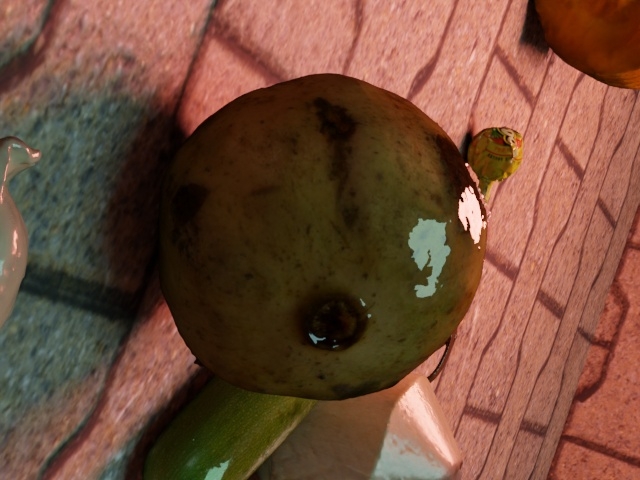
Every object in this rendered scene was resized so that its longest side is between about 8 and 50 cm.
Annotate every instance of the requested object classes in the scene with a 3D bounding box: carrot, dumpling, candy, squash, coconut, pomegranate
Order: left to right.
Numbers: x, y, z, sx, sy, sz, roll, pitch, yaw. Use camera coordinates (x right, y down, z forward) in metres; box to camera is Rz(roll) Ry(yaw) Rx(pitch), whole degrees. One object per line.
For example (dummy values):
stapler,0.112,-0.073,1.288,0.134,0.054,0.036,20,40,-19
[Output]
dumpling,-0.238,0.022,0.798,0.134,0.100,0.169,139,-43,-62
squash,-0.052,0.145,1.286,0.379,0.101,0.101,-41,142,-48
pomegranate,0.000,0.000,1.074,0.281,0.281,0.281,-48,147,-45
coconut,0.047,0.233,1.415,0.202,0.222,0.202,14,90,-71
candy,0.227,-0.048,1.844,0.073,0.077,0.262,-77,180,-57
carrot,0.468,-0.352,1.935,0.341,0.241,0.241,-2,108,-63

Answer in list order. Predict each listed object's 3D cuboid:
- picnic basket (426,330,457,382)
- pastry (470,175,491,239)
picnic basket,0.104,0.099,1.568,0.178,0.128,0.138,-67,154,-19
pastry,0.147,-0.037,1.593,0.265,0.112,0.103,60,44,-61
